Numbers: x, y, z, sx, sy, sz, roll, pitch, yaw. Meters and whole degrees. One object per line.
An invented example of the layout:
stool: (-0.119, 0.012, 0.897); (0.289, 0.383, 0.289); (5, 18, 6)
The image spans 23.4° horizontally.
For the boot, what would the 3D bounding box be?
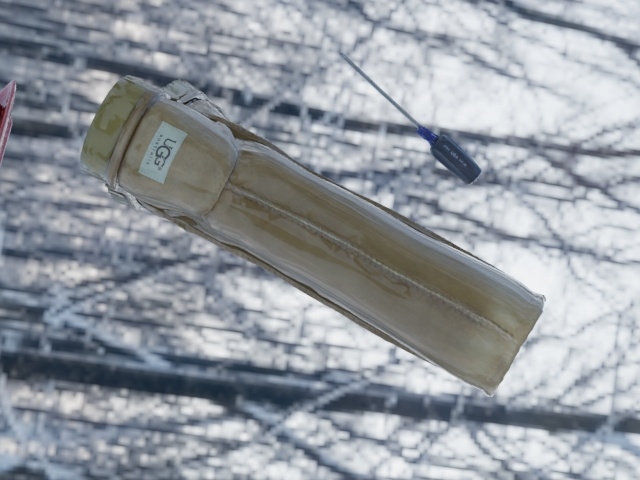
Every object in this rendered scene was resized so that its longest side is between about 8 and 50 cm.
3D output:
boot: (0.000, 0.000, 0.946); (0.089, 0.269, 0.236); (-63, 175, 7)

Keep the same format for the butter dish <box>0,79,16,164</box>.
butter dish: (-0.371, -0.077, 1.446); (0.160, 0.118, 0.160); (-36, -142, 47)

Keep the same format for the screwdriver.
screwdriver: (0.077, -0.110, 1.398); (0.025, 0.170, 0.024); (-53, 176, 19)
